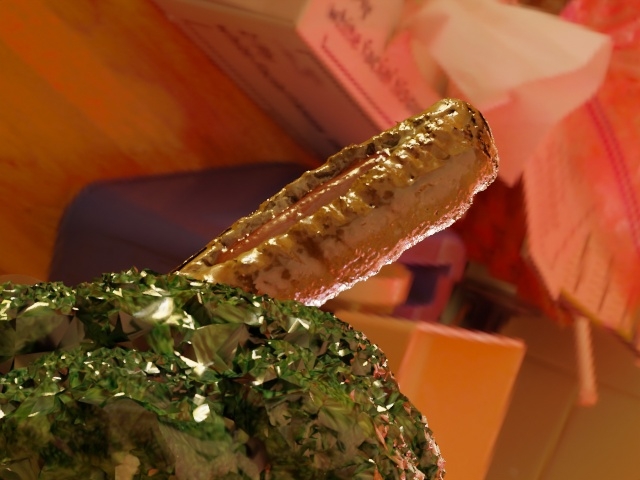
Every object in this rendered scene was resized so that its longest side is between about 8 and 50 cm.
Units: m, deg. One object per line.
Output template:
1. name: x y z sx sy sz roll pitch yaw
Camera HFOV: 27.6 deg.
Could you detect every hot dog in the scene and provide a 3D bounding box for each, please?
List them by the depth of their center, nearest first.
1. hot dog: 0.000 0.001 0.861 0.289 0.068 0.083 -34 115 -16

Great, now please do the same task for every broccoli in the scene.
1. broccoli: -0.074 0.151 0.637 0.275 0.307 0.308 -63 148 -18

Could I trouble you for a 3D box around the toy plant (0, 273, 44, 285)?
1. toy plant: -0.225 0.096 0.987 0.142 0.200 0.105 1 116 -16
